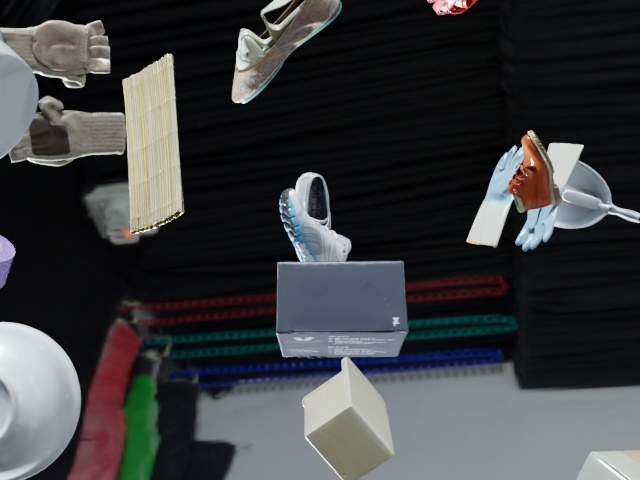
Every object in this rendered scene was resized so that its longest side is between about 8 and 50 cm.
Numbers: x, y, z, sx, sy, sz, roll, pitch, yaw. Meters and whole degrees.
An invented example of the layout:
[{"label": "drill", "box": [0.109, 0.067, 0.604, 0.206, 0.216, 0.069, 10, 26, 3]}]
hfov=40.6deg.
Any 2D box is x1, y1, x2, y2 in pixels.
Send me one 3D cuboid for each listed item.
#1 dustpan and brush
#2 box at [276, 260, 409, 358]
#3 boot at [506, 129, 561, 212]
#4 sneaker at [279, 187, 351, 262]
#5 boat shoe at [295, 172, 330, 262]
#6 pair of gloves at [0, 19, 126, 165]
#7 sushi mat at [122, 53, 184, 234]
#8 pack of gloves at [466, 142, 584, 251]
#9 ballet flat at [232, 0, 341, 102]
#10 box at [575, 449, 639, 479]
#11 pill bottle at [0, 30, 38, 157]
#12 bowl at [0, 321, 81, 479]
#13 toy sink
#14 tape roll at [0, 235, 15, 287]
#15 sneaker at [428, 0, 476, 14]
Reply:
[{"label": "dustpan and brush", "box": [0.572, -0.078, 1.804, 0.060, 0.211, 0.147, -89, 16, -73]}, {"label": "box", "box": [0.026, 0.090, 1.091, 0.158, 0.156, 0.093, 90, 180, -72]}, {"label": "boot", "box": [0.360, -0.115, 1.498, 0.059, 0.085, 0.157, -96, -15, -55]}, {"label": "sneaker", "box": [0.000, 0.000, 1.330, 0.190, 0.083, 0.071, 66, 172, -15]}, {"label": "boat shoe", "box": [-0.008, -0.034, 1.607, 0.063, 0.066, 0.184, -172, 85, -70]}, {"label": "pair of gloves", "box": [-0.444, -0.248, 1.463, 0.042, 0.204, 0.240, -156, 56, -65]}, {"label": "sushi mat", "box": [-0.309, -0.175, 1.581, 0.019, 0.151, 0.316, 13, -116, -48]}, {"label": "pack of gloves", "box": [0.415, -0.083, 1.726, 0.046, 0.195, 0.232, 29, -100, -37]}, {"label": "ballet flat", "box": [-0.099, -0.414, 1.760, 0.106, 0.316, 0.107, 34, -156, -35]}, {"label": "box", "box": [0.502, 0.395, 1.260, 0.121, 0.311, 0.147, 39, 113, 50]}, {"label": "pill bottle", "box": [-0.403, -0.192, 0.814, 0.162, 0.278, 0.162, -41, -23, -22]}, {"label": "bowl", "box": [-0.587, 0.292, 1.525, 0.134, 0.298, 0.297, 108, 157, -85]}, {"label": "toy sink", "box": [0.054, 0.385, 1.867, 0.152, 0.131, 0.234, 51, -169, -16]}, {"label": "tape roll", "box": [-0.798, 0.036, 1.960, 0.189, 0.189, 0.080, -56, -9, -74]}, {"label": "sneaker", "box": [0.150, -0.415, 1.335, 0.090, 0.270, 0.144, -17, -80, -59]}]
